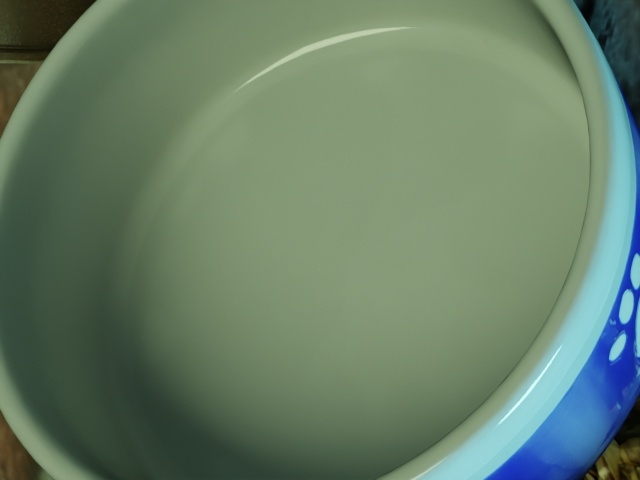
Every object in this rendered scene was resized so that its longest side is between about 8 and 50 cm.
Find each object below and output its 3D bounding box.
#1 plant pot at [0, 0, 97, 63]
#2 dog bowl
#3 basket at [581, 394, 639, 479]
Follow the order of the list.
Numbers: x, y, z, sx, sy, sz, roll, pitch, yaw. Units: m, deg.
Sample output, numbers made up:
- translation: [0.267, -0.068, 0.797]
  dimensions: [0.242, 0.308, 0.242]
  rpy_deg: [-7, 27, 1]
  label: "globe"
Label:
- translation: [-0.151, -0.172, 0.734]
  dimensions: [0.167, 0.167, 0.165]
  rpy_deg: [10, 104, 29]
  label: "plant pot"
- translation: [0.000, 0.000, 0.640]
  dimensions: [0.264, 0.104, 0.265]
  rpy_deg: [-10, 65, 21]
  label: "dog bowl"
- translation: [0.072, 0.144, 0.663]
  dimensions: [0.299, 0.213, 0.223]
  rpy_deg: [5, 110, 31]
  label: "basket"
